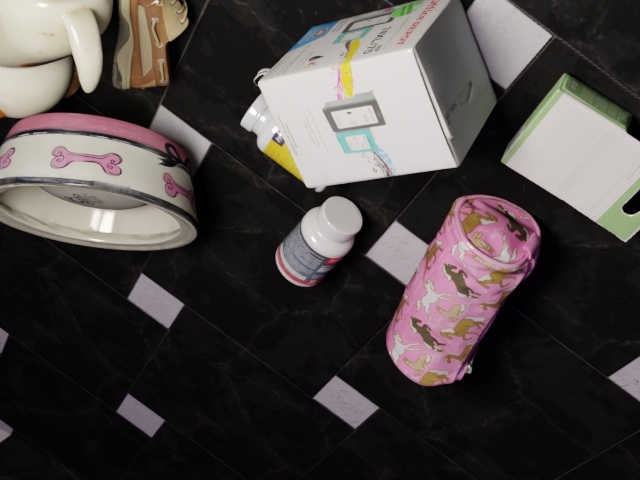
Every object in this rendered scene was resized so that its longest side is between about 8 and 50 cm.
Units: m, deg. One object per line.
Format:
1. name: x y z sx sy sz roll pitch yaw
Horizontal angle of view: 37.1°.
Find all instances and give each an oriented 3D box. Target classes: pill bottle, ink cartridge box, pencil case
1. pill bottle: 0.000 0.000 1.772 0.108 0.108 0.180 38 138 -3
2. ink cartridge box: 0.092 -0.225 1.450 0.270 0.198 0.197 -6 123 34
3. pill bottle: -0.043 -0.174 1.648 0.184 0.103 0.103 36 137 -2
4. pencil case: 0.243 0.093 1.669 0.167 0.160 0.386 7 137 -12
5. ink cartridge box: 0.417 -0.122 1.443 0.235 0.056 0.171 32 138 -1

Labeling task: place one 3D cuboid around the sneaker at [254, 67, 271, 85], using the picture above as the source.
1. sneaker: -0.076 -0.277 1.627 0.083 0.037 0.032 -6 122 34

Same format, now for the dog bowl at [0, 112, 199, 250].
1. dog bowl: -0.422 -0.106 1.793 0.408 0.150 0.408 5 165 1

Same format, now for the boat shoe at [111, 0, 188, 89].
1. boat shoe: -0.284 -0.390 1.615 0.120 0.122 0.324 6 140 -13

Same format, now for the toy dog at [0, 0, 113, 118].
1. toy dog: -0.492 -0.376 1.631 0.395 0.284 0.408 48 145 3
